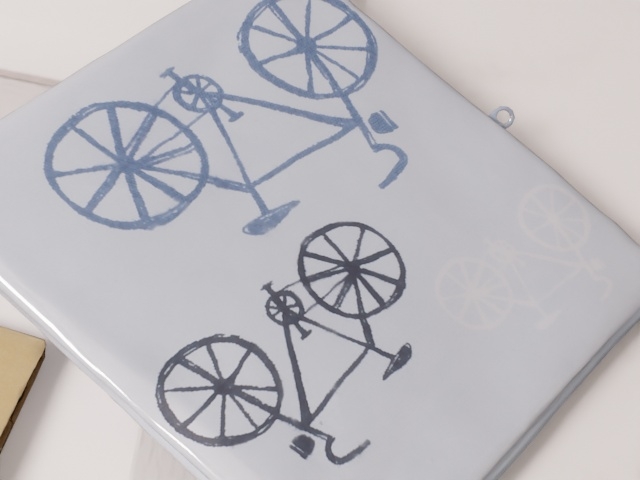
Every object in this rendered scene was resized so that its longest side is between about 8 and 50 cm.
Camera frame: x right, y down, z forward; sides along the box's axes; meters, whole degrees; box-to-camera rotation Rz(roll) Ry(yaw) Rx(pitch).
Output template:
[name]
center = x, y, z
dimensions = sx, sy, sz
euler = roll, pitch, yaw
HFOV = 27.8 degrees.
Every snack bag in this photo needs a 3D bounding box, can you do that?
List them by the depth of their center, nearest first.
[snack bag]
center = 0.000, 0.000, 0.723
dimensions = 0.342, 0.037, 0.323
euler = 41, 53, 12

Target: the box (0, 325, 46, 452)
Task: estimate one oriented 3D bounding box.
[box]
center = -0.253, 0.083, 0.604
dimensions = 0.201, 0.021, 0.164
euler = 17, 50, 0
